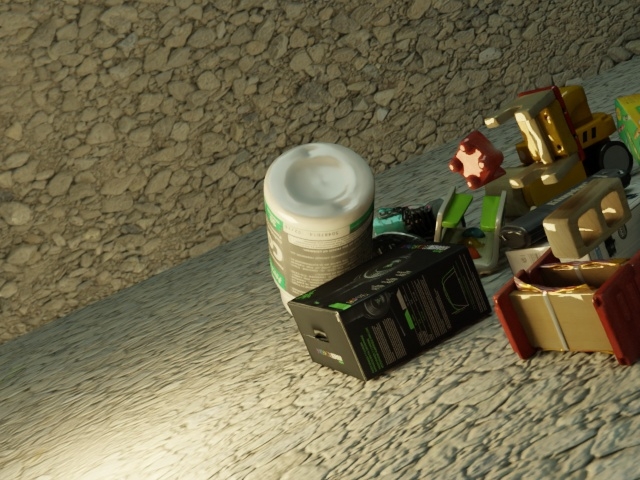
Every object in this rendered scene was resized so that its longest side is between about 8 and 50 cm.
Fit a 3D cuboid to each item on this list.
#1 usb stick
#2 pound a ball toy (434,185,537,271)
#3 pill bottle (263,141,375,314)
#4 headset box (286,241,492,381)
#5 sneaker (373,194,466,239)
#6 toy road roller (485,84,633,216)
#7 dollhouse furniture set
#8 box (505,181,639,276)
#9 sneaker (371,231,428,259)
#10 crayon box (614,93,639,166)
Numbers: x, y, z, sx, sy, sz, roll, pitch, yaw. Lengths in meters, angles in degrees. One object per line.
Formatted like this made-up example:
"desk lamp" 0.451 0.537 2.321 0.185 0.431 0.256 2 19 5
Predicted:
"usb stick" 0.425 -0.058 1.583 0.278 0.045 0.077 -27 10 -26
"pound a ball toy" 0.345 -0.009 1.859 0.208 0.136 0.319 6 17 12
"pill bottle" 0.000 0.000 1.777 0.204 0.361 0.204 0 52 1
"headset box" 0.106 0.120 1.601 0.283 0.131 0.246 -26 10 -18
"sneaker" 0.220 -0.037 2.177 0.178 0.124 0.295 -19 2 -11
"toy road roller" 0.526 -0.212 2.111 0.329 0.240 0.202 -25 10 -16
"dollhouse furniture set" 0.316 -0.024 1.228 0.152 0.374 0.201 -34 16 -31
"box" 0.478 -0.008 1.592 0.290 0.087 0.169 -31 13 -38
"sneaker" 0.148 0.026 2.103 0.108 0.100 0.271 -25 9 -42
"crayon box" 0.663 -0.210 1.713 0.165 0.081 0.278 -9 23 10
